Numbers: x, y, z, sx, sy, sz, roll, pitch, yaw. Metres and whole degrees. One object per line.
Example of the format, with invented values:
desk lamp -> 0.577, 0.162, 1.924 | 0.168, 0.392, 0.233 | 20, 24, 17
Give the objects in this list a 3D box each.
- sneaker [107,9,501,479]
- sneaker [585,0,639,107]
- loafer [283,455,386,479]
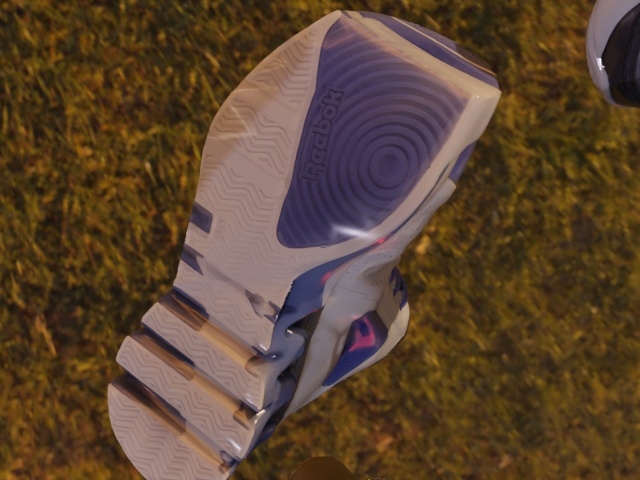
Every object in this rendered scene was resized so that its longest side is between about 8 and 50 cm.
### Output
sneaker -> -0.001, 0.001, 0.803 | 0.315, 0.127, 0.182 | -58, 163, 24
sneaker -> 0.251, -0.123, 0.712 | 0.101, 0.153, 0.268 | -12, 154, -29
loafer -> -0.005, 0.215, 1.010 | 0.094, 0.087, 0.251 | -17, 166, -20
